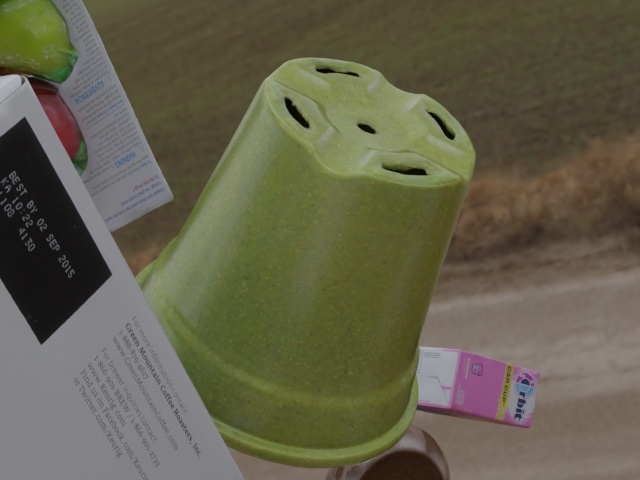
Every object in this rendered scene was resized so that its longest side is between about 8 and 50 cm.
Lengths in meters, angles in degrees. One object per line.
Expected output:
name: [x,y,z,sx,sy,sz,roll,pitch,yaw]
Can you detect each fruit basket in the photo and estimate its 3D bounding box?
fruit basket: [-0.303,-0.160,1.394,0.327,0.353,0.165,-24,7,47]

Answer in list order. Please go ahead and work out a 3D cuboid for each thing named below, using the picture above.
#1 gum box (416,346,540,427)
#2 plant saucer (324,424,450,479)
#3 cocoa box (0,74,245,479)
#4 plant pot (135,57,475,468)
gum box: [0.130,0.153,1.446,0.107,0.062,0.188,17,-10,-29]
plant saucer: [0.095,0.341,1.782,0.198,0.199,0.036,-24,17,-21]
cocoa box: [-0.252,0.102,0.878,0.228,0.347,0.231,1,36,40]
plant pot: [0.000,0.000,1.121,0.276,0.254,0.276,17,32,-11]
